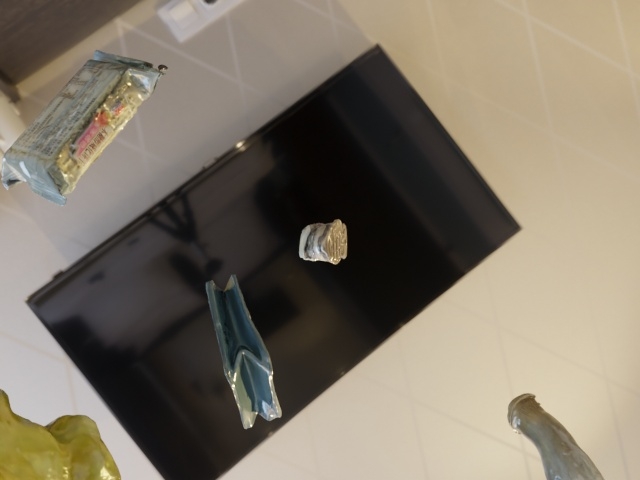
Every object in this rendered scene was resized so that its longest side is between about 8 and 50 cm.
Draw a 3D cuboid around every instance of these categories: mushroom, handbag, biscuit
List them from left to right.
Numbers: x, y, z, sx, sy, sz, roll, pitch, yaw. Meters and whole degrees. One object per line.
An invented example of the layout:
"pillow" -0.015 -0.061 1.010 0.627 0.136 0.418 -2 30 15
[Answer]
"biscuit" -0.412 -0.206 1.093 0.309 0.186 0.079 -60 147 -23
"handbag" -0.116 0.168 0.952 0.062 0.179 0.229 -16 146 -9
"mushroom" 0.395 0.356 1.066 0.081 0.223 0.092 -14 137 -16

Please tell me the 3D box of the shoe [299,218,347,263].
"shoe" 0.000 0.000 1.294 0.092 0.089 0.180 1 -177 12

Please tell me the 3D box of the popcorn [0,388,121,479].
"popcorn" -0.256 0.217 0.426 0.217 0.234 0.181 1 167 -40
